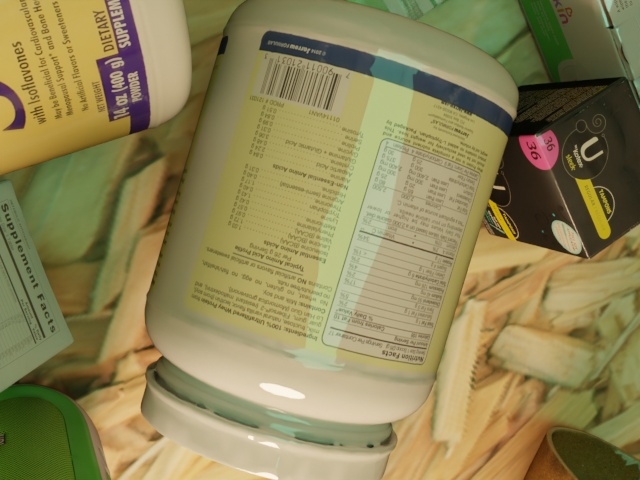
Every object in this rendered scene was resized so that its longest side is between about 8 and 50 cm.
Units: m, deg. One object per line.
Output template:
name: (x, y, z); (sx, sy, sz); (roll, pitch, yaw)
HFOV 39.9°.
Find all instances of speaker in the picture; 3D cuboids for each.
speaker: (-0.205, 0.191, 0.607); (0.131, 0.296, 0.131); (-3, 98, -19)

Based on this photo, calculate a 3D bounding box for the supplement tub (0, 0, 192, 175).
supplement tub: (-0.275, -0.146, 0.567); (0.331, 0.241, 0.241); (-21, 104, -16)

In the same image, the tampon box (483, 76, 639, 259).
tampon box: (0.207, -0.068, 0.790); (0.101, 0.161, 0.120); (-33, 106, -13)

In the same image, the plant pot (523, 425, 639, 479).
plant pot: (0.255, 0.353, 0.849); (0.237, 0.237, 0.254); (25, 103, -21)

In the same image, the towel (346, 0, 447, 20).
towel: (0.077, -0.259, 0.796); (0.152, 0.023, 0.113); (-35, 105, -10)

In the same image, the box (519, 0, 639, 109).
box: (0.331, -0.220, 0.832); (0.231, 0.127, 0.262); (-31, 107, -12)

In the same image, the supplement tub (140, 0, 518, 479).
supplement tub: (0.000, 0.000, 0.686); (0.235, 0.235, 0.324); (16, 92, -21)

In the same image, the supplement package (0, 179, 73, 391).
supplement package: (-0.306, 0.067, 0.574); (0.134, 0.244, 0.139); (-10, 104, 27)
